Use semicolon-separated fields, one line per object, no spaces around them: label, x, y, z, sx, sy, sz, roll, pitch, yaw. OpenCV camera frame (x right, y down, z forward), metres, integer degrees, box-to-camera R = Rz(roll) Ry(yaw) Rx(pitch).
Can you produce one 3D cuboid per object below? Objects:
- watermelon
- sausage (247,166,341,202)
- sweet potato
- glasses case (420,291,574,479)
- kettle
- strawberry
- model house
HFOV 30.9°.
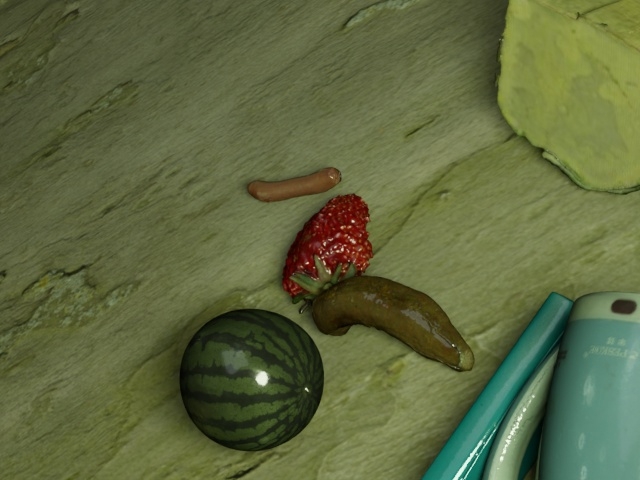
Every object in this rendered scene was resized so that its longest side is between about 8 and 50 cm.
watermelon;-0.096;0.199;1.668;0.212;0.212;0.212;-22;45;23
sausage;-0.047;-0.094;2.003;0.186;0.043;0.043;-9;51;33
sweet potato;0.109;0.118;1.681;0.286;0.085;0.112;20;103;35
glasses case;0.249;0.219;1.444;0.070;0.117;0.301;27;75;47
kettle;0.323;0.255;1.278;0.319;0.247;0.342;5;70;48
strawberry;-0.003;-0.002;1.857;0.167;0.087;0.208;-27;41;20
model house;0.442;-0.248;1.642;0.266;0.261;0.321;-33;53;-27
